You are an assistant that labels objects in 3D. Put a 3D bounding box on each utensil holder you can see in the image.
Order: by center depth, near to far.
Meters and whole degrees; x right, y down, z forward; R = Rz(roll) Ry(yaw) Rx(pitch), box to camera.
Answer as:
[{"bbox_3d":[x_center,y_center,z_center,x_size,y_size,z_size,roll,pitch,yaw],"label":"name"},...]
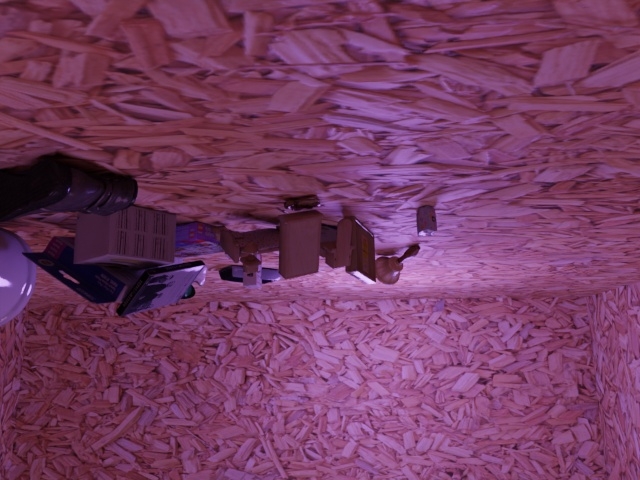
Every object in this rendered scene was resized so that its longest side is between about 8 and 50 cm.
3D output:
[{"bbox_3d":[-1.042,0.072,1.447,0.328,0.327,0.385,-1,166,3],"label":"utensil holder"}]

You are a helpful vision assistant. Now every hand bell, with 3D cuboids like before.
[{"bbox_3d":[0.313,0.073,2.043,0.126,0.126,0.242,5,153,-24],"label":"hand bell"}]

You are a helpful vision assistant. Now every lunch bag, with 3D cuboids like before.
[{"bbox_3d":[0.298,-0.053,1.483,0.053,0.071,0.083,-3,166,3],"label":"lunch bag"}]

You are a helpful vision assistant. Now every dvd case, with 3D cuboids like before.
[{"bbox_3d":[-0.472,0.140,1.587,0.179,0.029,0.239,-49,164,21],"label":"dvd case"}]

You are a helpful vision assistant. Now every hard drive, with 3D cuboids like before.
[{"bbox_3d":[-0.325,0.162,2.459,0.255,0.054,0.172,8,164,-33],"label":"hard drive"}]

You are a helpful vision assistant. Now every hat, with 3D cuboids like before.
[{"bbox_3d":[-0.656,0.164,2.537,0.173,0.183,0.208,14,-156,-27],"label":"hat"}]

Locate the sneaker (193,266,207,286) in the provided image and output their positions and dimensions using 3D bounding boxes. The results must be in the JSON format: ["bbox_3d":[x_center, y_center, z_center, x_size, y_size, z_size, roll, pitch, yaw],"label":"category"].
[{"bbox_3d":[-0.609,0.159,2.299,0.232,0.115,0.090,3,167,-15],"label":"sneaker"}]

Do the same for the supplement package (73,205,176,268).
[{"bbox_3d":[-0.552,-0.005,1.501,0.194,0.149,0.203,-11,165,40],"label":"supplement package"}]

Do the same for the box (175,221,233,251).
[{"bbox_3d":[-0.440,0.004,1.752,0.293,0.057,0.201,-8,166,32],"label":"box"}]

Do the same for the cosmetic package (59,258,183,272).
[{"bbox_3d":[-0.767,0.086,2.034,0.377,0.097,0.284,-7,163,29],"label":"cosmetic package"}]

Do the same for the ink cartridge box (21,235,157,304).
[{"bbox_3d":[-0.662,0.081,1.627,0.324,0.071,0.330,28,-171,20],"label":"ink cartridge box"}]

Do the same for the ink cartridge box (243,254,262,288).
[{"bbox_3d":[-0.266,0.117,2.079,0.056,0.135,0.099,-2,168,6],"label":"ink cartridge box"}]

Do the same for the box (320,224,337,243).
[{"bbox_3d":[0.000,0.000,1.712,0.126,0.072,0.137,5,166,-26],"label":"box"}]

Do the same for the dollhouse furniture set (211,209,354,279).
[{"bbox_3d":[-0.118,-0.047,1.548,0.303,0.173,0.355,-9,-154,-29],"label":"dollhouse furniture set"}]

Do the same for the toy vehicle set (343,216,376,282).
[{"bbox_3d":[0.127,0.038,1.666,0.035,0.165,0.267,-5,166,17],"label":"toy vehicle set"}]

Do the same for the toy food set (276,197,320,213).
[{"bbox_3d":[-0.052,-0.097,1.404,0.122,0.019,0.078,-9,165,21],"label":"toy food set"}]

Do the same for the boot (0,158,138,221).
[{"bbox_3d":[-0.603,-0.091,1.221,0.338,0.118,0.223,-3,173,30],"label":"boot"}]

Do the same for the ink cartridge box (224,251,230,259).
[{"bbox_3d":[-0.311,0.029,1.852,0.029,0.062,0.115,2,168,1],"label":"ink cartridge box"}]
